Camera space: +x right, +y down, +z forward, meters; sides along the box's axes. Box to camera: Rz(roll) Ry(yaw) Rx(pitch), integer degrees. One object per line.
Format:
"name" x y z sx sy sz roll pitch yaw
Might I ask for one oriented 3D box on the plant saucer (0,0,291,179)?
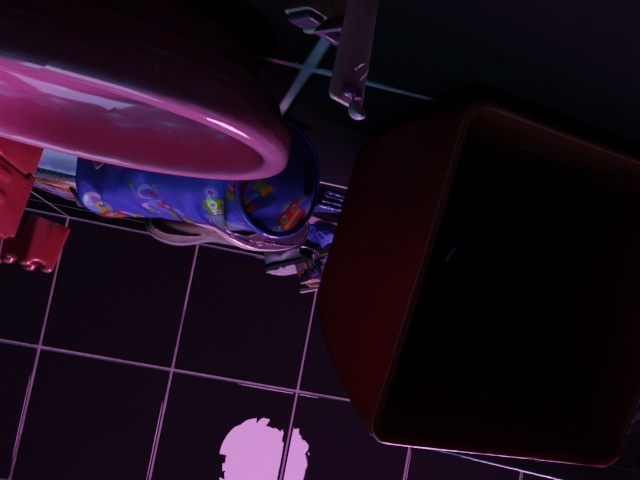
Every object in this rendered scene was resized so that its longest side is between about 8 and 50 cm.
"plant saucer" -0.180 -0.125 0.593 0.331 0.084 0.332 12 175 1

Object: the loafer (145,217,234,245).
"loafer" -0.243 -0.045 1.628 0.251 0.095 0.087 2 150 0

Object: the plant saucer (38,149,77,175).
"plant saucer" -0.363 -0.133 1.094 0.317 0.044 0.317 11 175 1

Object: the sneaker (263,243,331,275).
"sneaker" -0.027 0.013 1.780 0.234 0.095 0.090 -12 162 20

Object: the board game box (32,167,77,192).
"board game box" -0.440 -0.109 1.434 0.192 0.053 0.305 10 175 9

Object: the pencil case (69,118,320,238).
"pencil case" -0.149 -0.075 0.862 0.306 0.120 0.133 7 163 38

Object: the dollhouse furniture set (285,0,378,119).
"dollhouse furniture set" -0.013 -0.112 0.394 0.091 0.081 0.114 6 173 41

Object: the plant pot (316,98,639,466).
"plant pot" 0.140 0.028 0.730 0.267 0.268 0.235 14 -175 -26

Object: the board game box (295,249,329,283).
"board game box" 0.053 0.045 1.646 0.141 0.048 0.170 -21 170 35

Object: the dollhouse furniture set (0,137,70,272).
"dollhouse furniture set" -0.413 -0.073 0.942 0.201 0.152 0.374 13 167 3

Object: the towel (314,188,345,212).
"towel" -0.009 -0.060 1.214 0.067 0.029 0.119 14 174 -37

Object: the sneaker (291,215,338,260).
"sneaker" -0.001 0.000 1.528 0.152 0.085 0.058 15 173 -41

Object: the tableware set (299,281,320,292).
"tableware set" 0.054 0.077 1.793 0.194 0.128 0.039 -10 127 19

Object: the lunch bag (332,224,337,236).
"lunch bag" 0.069 -0.004 1.440 0.098 0.067 0.065 10 174 17

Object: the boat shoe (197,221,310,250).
"boat shoe" -0.118 -0.042 1.255 0.285 0.103 0.092 23 173 -41

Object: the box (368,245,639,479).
"box" 0.263 0.109 0.933 0.343 0.313 0.179 8 174 19
